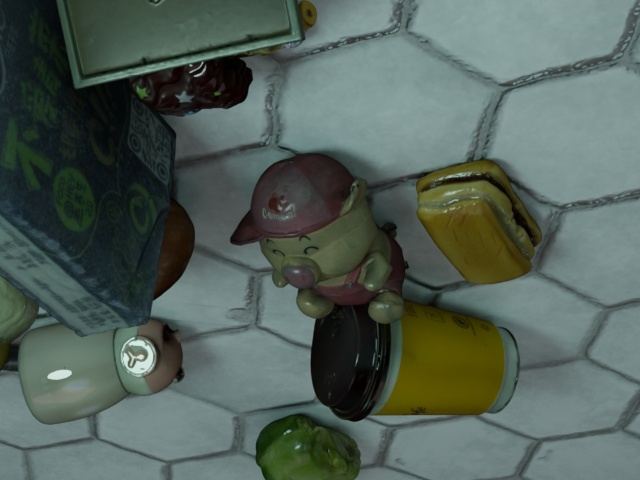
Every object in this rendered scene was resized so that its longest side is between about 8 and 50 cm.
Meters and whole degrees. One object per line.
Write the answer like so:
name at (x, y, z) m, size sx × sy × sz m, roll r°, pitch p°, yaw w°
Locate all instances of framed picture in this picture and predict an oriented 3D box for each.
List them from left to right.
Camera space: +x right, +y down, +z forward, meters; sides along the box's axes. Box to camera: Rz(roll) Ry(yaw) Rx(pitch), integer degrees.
framed picture at (-0.150, -0.261, 1.263) m, size 0.250 × 0.184 × 0.016 m, roll -11°, pitch -174°, yaw 17°

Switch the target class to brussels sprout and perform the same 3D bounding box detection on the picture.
brussels sprout at (-0.027, 0.365, 2.160) m, size 0.145 × 0.131 × 0.183 m, roll -40°, pitch 131°, yaw 16°

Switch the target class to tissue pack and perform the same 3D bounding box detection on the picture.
tissue pack at (-0.307, -0.115, 1.353) m, size 0.124 × 0.288 × 0.394 m, roll -14°, pitch 142°, yaw 23°

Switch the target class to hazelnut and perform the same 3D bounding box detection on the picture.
hazelnut at (-0.261, 0.005, 1.629) m, size 0.214 × 0.176 × 0.214 m, roll 2°, pitch -177°, yaw 0°

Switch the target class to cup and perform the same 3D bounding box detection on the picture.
cup at (0.133, 0.170, 1.829) m, size 0.279 × 0.196 × 0.196 m, roll 10°, pitch 145°, yaw -24°

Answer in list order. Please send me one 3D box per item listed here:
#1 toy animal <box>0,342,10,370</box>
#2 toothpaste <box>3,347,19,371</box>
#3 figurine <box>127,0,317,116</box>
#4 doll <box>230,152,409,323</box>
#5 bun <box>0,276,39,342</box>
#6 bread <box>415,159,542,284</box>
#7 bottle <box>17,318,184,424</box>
toy animal at (-0.558, 0.143, 1.839) m, size 0.169 × 0.195 × 0.281 m, roll -32°, pitch 150°, yaw 13°
toothpaste at (-0.473, 0.188, 2.013) m, size 0.216 × 0.037 × 0.062 m, roll 8°, pitch 143°, yaw -16°
figurine at (-0.107, -0.212, 1.351) m, size 0.240 × 0.116 × 0.174 m, roll -27°, pitch 136°, yaw 35°
doll at (0.001, 0.003, 1.621) m, size 0.196 × 0.152 × 0.256 m, roll -24°, pitch 134°, yaw 14°
bun at (-0.484, 0.013, 1.632) m, size 0.287 × 0.146 × 0.287 m, roll 27°, pitch 168°, yaw 6°
bread at (0.204, -0.020, 1.646) m, size 0.116 × 0.077 × 0.200 m, roll -8°, pitch 144°, yaw 28°
bottle at (-0.317, 0.184, 1.911) m, size 0.236 × 0.148 × 0.147 m, roll -11°, pitch 143°, yaw 7°
